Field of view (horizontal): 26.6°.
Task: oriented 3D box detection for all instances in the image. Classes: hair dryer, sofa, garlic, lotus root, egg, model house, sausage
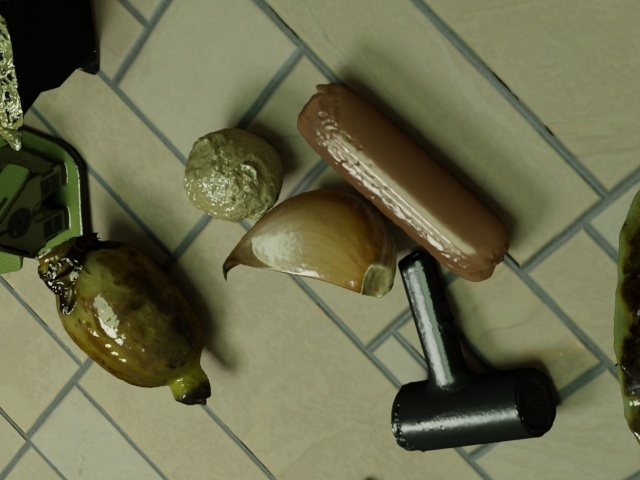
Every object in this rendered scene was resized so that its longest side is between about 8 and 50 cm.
[{"bbox_3d":[0.151,0.130,1.611,0.197,0.089,0.251,-12,104,42],"label":"hair dryer"},{"bbox_3d":[-0.404,-0.253,1.653,0.182,0.258,0.200,11,126,15],"label":"sofa"},{"bbox_3d":[0.002,0.006,1.615,0.206,0.115,0.128,3,77,23],"label":"garlic"},{"bbox_3d":[-0.259,0.107,1.860,0.314,0.141,0.169,49,139,-13],"label":"lotus root"},{"bbox_3d":[-0.106,-0.078,1.639,0.140,0.116,0.118,6,101,50],"label":"egg"},{"bbox_3d":[-0.482,-0.010,1.857,0.204,0.278,0.218,21,128,27],"label":"model house"},{"bbox_3d":[0.092,-0.067,1.517,0.289,0.086,0.086,43,135,8],"label":"sausage"}]

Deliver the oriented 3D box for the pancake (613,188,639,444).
[{"bbox_3d":[0.420,0.104,1.296,0.305,0.067,0.427,-40,63,26],"label":"pancake"}]
